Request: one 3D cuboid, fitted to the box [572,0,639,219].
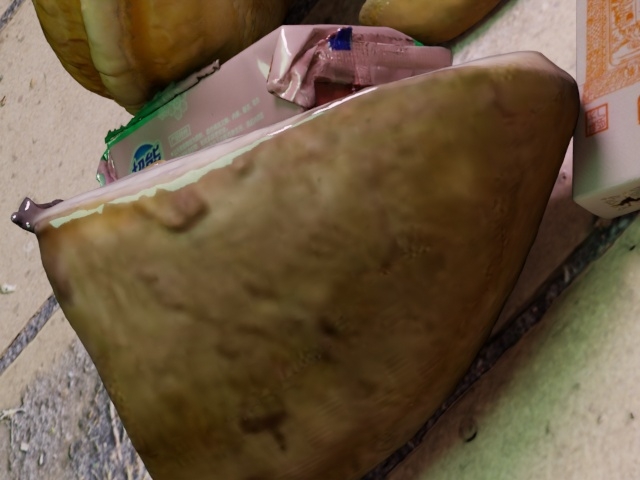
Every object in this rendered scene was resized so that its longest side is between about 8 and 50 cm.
[{"bbox_3d":[0.280,-0.210,1.179,0.205,0.051,0.365,-20,56,42],"label":"box"}]

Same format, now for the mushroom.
[{"bbox_3d":[0.031,0.032,1.182,0.397,0.224,0.313,-22,95,18],"label":"mushroom"}]

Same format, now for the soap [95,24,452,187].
[{"bbox_3d":[-0.044,-0.096,1.394,0.273,0.218,0.098,-27,71,43],"label":"soap"}]

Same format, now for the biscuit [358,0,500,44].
[{"bbox_3d":[0.118,-0.295,1.316,0.045,0.154,0.299,-60,-21,-56],"label":"biscuit"}]

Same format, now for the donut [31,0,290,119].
[{"bbox_3d":[-0.134,-0.318,1.455,0.198,0.449,0.448,9,74,10],"label":"donut"}]
